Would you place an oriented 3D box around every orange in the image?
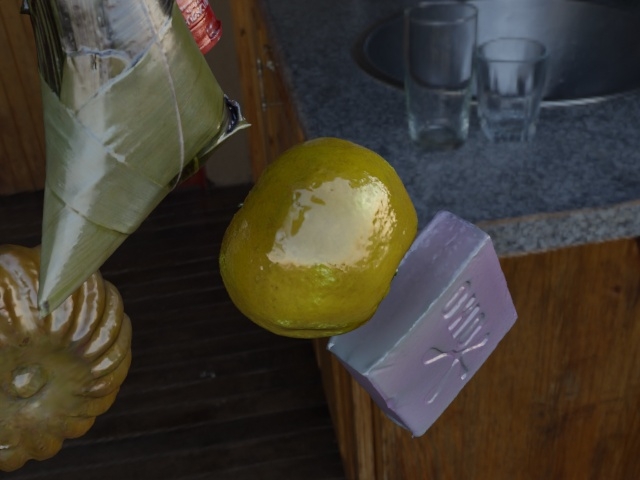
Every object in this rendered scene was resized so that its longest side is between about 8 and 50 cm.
[{"bbox_3d":[0.000,0.000,1.009,0.235,0.279,0.279,31,36,-6],"label":"orange"}]

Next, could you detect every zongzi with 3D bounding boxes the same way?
[{"bbox_3d":[-0.241,-0.121,0.745,0.154,0.289,0.317,10,54,34],"label":"zongzi"}]

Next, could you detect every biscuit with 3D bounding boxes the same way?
[{"bbox_3d":[-0.385,0.161,0.961,0.326,0.325,0.107,-24,36,-27],"label":"biscuit"}]

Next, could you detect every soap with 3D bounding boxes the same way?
[{"bbox_3d":[0.170,0.141,1.204,0.285,0.296,0.107,-48,52,-8],"label":"soap"}]

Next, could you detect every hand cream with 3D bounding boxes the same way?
[{"bbox_3d":[-0.294,-0.410,1.436,0.193,0.125,0.193,-18,39,15],"label":"hand cream"}]
